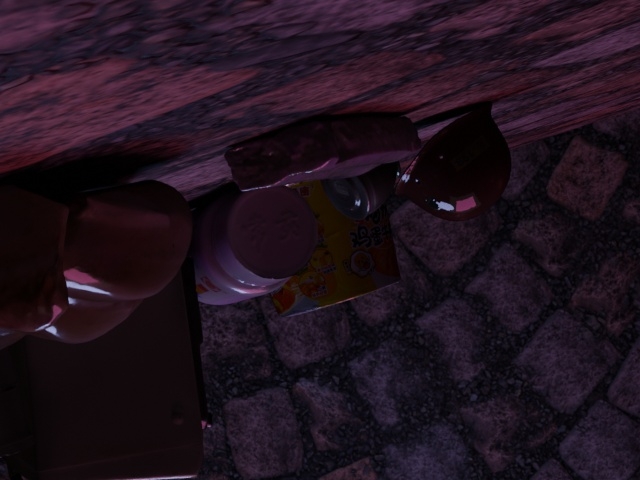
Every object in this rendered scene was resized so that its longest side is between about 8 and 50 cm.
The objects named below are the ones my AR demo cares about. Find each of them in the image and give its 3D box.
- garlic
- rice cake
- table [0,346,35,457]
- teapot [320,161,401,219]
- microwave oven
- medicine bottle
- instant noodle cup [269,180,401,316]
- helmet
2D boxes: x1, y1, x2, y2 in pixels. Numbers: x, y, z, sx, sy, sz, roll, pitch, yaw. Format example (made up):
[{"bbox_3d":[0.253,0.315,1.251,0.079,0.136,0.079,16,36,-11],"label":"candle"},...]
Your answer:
[{"bbox_3d":[-0.249,0.026,0.994,0.279,0.132,0.325,-10,175,6],"label":"garlic"},{"bbox_3d":[0.016,-0.092,1.217,0.106,0.050,0.298,-19,178,23],"label":"rice cake"},{"bbox_3d":[-0.395,0.130,1.251,0.126,0.220,0.126,-16,179,0],"label":"table"},{"bbox_3d":[0.066,-0.086,1.500,0.091,0.092,0.124,-36,-165,-28],"label":"teapot"},{"bbox_3d":[-0.319,0.177,1.652,0.247,0.333,0.394,-5,177,-22],"label":"microwave oven"},{"bbox_3d":[-0.108,0.005,1.607,0.152,0.152,0.254,-18,178,-25],"label":"medicine bottle"},{"bbox_3d":[0.000,0.000,1.849,0.264,0.200,0.264,-16,179,0],"label":"instant noodle cup"},{"bbox_3d":[0.193,-0.089,1.525,0.175,0.106,0.155,-41,169,-25],"label":"helmet"}]
